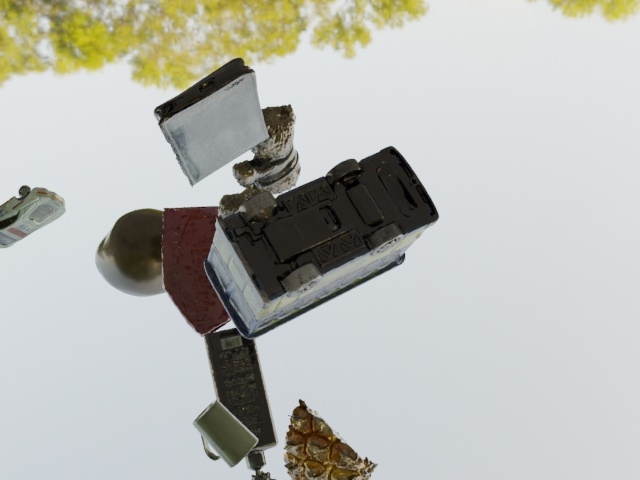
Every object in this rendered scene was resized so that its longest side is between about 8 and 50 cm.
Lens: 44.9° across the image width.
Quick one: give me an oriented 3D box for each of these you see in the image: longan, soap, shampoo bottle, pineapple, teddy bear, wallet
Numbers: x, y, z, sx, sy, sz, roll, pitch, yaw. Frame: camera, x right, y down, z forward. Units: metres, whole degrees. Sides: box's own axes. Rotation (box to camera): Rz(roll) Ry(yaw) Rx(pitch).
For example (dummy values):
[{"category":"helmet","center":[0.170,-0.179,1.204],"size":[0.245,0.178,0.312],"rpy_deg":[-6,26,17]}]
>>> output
[{"category":"longan","center":[-0.438,0.031,1.922],"size":[0.248,0.248,0.248],"rpy_deg":[-3,-148,2]},{"category":"soap","center":[-0.254,0.068,1.711],"size":[0.182,0.289,0.112],"rpy_deg":[0,-176,3]},{"category":"shampoo bottle","center":[-0.146,0.322,1.480],"size":[0.098,0.071,0.310],"rpy_deg":[-11,-103,-12]},{"category":"pineapple","center":[0.028,0.496,1.649],"size":[0.158,0.335,0.161],"rpy_deg":[27,-111,37]},{"category":"teddy bear","center":[-0.099,-0.147,1.471],"size":[0.129,0.251,0.182],"rpy_deg":[20,-130,-4]},{"category":"wallet","center":[-0.165,-0.183,1.228],"size":[0.167,0.222,0.036],"rpy_deg":[-35,-110,-9]}]

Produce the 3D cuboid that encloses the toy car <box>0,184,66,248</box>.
[{"category":"toy car","center":[-0.585,-0.037,1.489],"size":[0.204,0.095,0.056],"rpy_deg":[-30,-120,13]}]

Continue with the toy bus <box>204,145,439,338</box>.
[{"category":"toy bus","center":[0.000,0.000,1.060],"size":[0.287,0.175,0.138],"rpy_deg":[-25,-106,-24]}]

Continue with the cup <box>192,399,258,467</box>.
[{"category":"cup","center":[-0.138,0.273,1.092],"size":[0.083,0.075,0.054],"rpy_deg":[47,-124,-2]}]
